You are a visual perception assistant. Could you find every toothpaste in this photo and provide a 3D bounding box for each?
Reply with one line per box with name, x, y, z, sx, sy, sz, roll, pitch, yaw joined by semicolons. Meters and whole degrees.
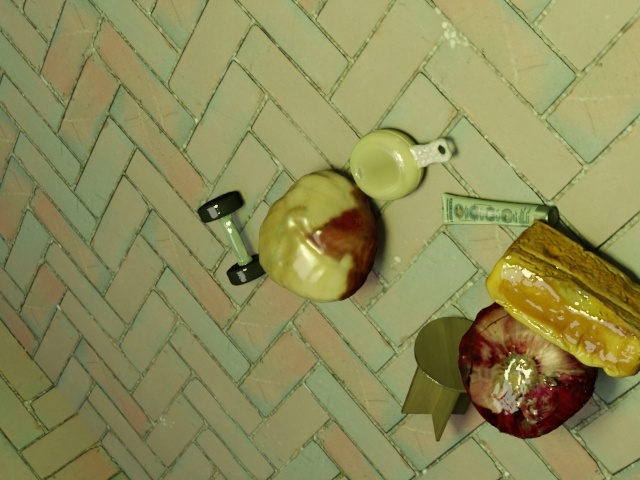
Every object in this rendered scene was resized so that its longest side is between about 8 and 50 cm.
toothpaste;0.309;-0.048;1.982;0.239;0.039;0.062;6;107;43

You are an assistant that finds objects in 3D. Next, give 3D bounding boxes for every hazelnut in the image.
hazelnut;0.000;0.000;2.199;0.261;0.241;0.261;-3;85;35

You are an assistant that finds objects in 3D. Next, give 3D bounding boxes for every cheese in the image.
cheese;0.152;-0.147;2.055;0.227;0.064;0.137;-12;108;46

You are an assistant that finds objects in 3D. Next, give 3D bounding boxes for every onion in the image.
onion;0.369;0.226;1.985;0.252;0.219;0.252;-3;80;15

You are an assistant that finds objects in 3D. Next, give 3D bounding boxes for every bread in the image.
bread;0.429;0.099;1.851;0.294;0.167;0.132;35;125;14

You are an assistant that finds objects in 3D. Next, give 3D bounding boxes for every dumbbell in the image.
dumbbell;-0.189;-0.004;2.451;0.100;0.100;0.191;-14;104;48

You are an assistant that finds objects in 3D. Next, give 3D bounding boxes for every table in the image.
table;0.243;0.281;2.186;0.167;0.167;0.227;38;145;20
